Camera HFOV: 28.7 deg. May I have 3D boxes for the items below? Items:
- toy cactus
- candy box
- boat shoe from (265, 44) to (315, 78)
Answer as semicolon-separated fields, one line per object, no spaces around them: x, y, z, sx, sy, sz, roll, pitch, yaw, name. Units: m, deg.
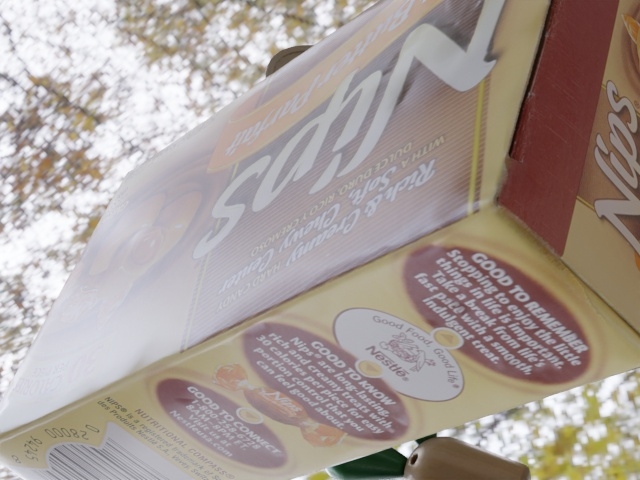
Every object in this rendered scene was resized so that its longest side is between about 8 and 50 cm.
0.041;0.149;0.789;0.219;0.180;0.112;-61;-32;-38;toy cactus
0.000;0.000;0.522;0.087;0.316;0.183;40;-132;-23;candy box
0.052;-0.077;0.912;0.206;0.065;0.075;21;-110;-6;boat shoe
